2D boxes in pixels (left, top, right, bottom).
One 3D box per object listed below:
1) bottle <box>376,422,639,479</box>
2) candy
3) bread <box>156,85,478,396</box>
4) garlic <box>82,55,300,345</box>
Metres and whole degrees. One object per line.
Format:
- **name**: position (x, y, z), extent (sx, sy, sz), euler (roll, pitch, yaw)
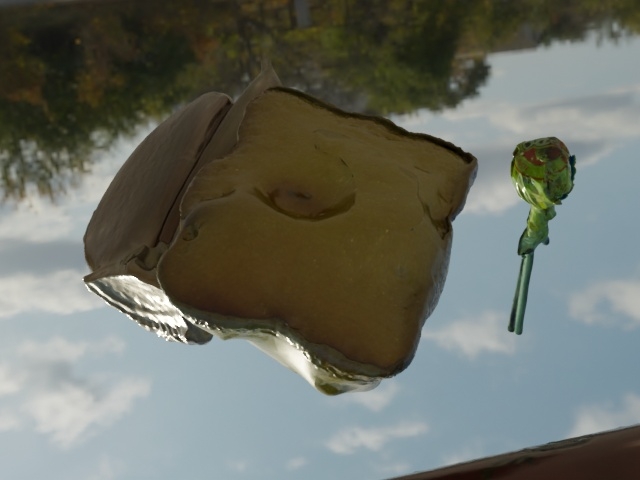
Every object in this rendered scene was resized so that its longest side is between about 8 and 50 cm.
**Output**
- **bottle**: position (0.091, 0.180, 0.577), extent (0.336, 0.144, 0.144), euler (-15, -170, 13)
- **candy**: position (0.251, 0.001, 1.334), extent (0.073, 0.262, 0.077), euler (27, -143, 35)
- **bread**: position (0.000, 0.000, 0.689), extent (0.161, 0.088, 0.233), euler (15, -145, 10)
- **garlic**: position (-0.132, -0.037, 1.196), extent (0.279, 0.132, 0.325), euler (-4, -134, 40)
